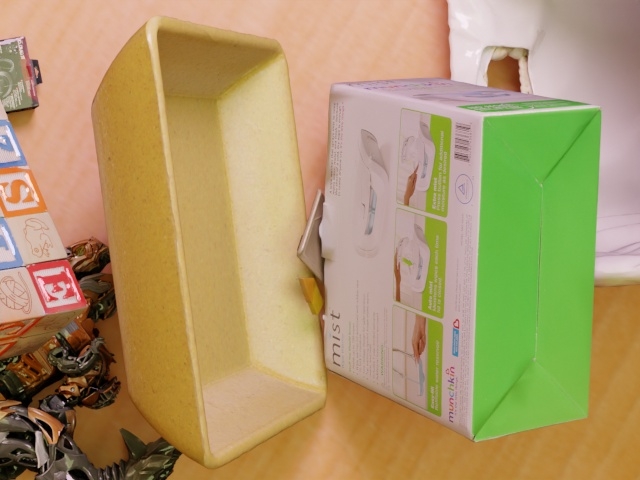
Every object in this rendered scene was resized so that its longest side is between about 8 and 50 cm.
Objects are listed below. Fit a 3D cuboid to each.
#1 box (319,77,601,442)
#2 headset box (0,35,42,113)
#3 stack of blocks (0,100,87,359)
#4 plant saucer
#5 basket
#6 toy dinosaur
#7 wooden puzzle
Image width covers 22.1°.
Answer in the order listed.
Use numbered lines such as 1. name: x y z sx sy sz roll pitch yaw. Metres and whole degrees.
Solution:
1. box: 0.109 0.006 1.367 0.126 0.231 0.262 -6 103 -29
2. headset box: -0.279 -0.137 1.393 0.083 0.032 0.062 -13 93 -17
3. stack of blocks: -0.322 -0.048 1.269 0.171 0.087 0.297 -12 71 -46
4. plant saucer: -0.092 -0.003 1.331 0.081 0.333 0.333 -6 91 16
5. basket: 0.305 -0.133 1.390 0.266 0.331 0.328 -5 91 -28
6. toy dinosaur: -0.234 0.162 1.369 0.218 0.164 0.322 30 100 1
7. wooden puzzle: 0.000 0.000 1.452 0.078 0.014 0.116 61 42 -48
